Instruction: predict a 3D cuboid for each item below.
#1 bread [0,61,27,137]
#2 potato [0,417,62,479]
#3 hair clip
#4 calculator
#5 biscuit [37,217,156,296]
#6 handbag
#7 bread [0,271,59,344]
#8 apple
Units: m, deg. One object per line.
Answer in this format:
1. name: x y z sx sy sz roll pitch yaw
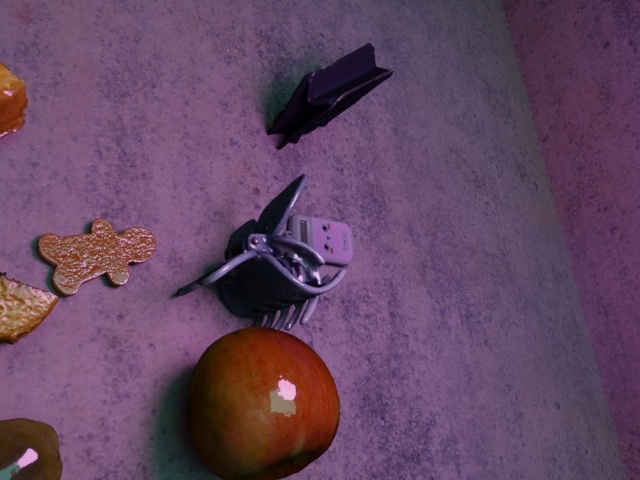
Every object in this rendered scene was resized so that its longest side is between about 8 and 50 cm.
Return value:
1. bread: -0.768 -0.323 1.126 0.340 0.194 0.179 45 43 -18
2. potato: -0.571 0.422 0.999 0.228 0.148 0.197 -2 87 -41
3. hair clip: -0.135 0.083 1.371 0.238 0.318 0.392 48 48 -13
4. calculator: 0.000 0.000 1.689 0.246 0.045 0.141 11 64 -33
5. biscuit: -0.494 0.033 1.297 0.250 0.036 0.165 -20 85 -38
6. handbag: 0.014 -0.421 1.699 0.303 0.329 0.122 -38 94 -36
7. bread: -0.641 0.128 1.064 0.260 0.160 0.147 29 62 -32
8. apple: -0.128 0.353 1.255 0.339 0.339 0.340 16 62 -32
